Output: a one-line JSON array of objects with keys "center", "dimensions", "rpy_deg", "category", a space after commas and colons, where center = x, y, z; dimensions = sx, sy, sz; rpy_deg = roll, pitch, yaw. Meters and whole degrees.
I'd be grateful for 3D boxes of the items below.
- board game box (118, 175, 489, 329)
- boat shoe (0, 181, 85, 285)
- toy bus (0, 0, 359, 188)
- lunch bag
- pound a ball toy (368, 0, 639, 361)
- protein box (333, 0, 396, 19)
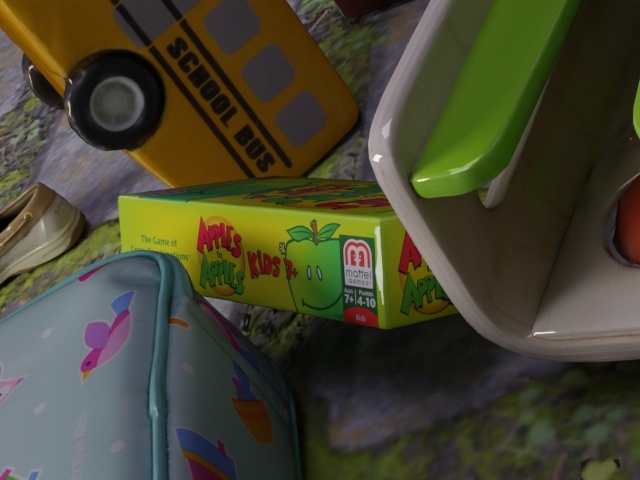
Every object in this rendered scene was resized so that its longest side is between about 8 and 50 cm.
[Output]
[{"center": [0.000, 0.000, 0.580], "dimensions": [0.092, 0.043, 0.181], "rpy_deg": [-9, 10, -39], "category": "board game box"}, {"center": [-0.212, 0.005, 0.838], "dimensions": [0.135, 0.045, 0.050], "rpy_deg": [-30, 31, 13], "category": "boat shoe"}, {"center": [-0.126, -0.153, 0.680], "dimensions": [0.130, 0.332, 0.108], "rpy_deg": [-42, 30, -7], "category": "toy bus"}, {"center": [-0.116, 0.143, 0.487], "dimensions": [0.224, 0.108, 0.279], "rpy_deg": [-29, 31, 14], "category": "lunch bag"}, {"center": [0.162, -0.074, 0.469], "dimensions": [0.208, 0.136, 0.319], "rpy_deg": [-8, 41, 36], "category": "pound a ball toy"}, {"center": [0.086, -0.271, 0.813], "dimensions": [0.200, 0.136, 0.201], "rpy_deg": [-14, 37, 33], "category": "protein box"}]
